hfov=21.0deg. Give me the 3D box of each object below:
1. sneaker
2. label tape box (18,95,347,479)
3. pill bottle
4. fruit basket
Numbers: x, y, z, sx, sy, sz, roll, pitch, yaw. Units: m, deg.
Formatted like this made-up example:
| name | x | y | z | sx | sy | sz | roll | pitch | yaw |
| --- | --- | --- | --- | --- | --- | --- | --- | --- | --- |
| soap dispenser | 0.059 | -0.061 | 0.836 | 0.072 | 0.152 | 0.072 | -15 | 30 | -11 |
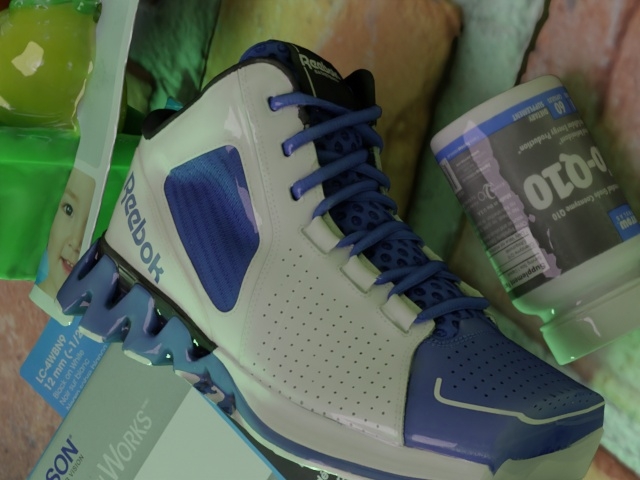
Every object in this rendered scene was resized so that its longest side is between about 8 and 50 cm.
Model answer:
| name | x | y | z | sx | sy | sz | roll | pitch | yaw |
| --- | --- | --- | --- | --- | --- | --- | --- | --- | --- |
| sneaker | -0.001 | 0.000 | 0.877 | 0.315 | 0.127 | 0.182 | 23 | 104 | 35 |
| label tape box | -0.067 | 0.107 | 1.067 | 0.348 | 0.115 | 0.249 | 43 | 114 | 24 |
| pill bottle | 0.121 | -0.010 | 0.897 | 0.078 | 0.078 | 0.137 | -34 | 82 | 48 |
| fruit basket | -0.203 | -0.164 | 1.087 | 0.327 | 0.165 | 0.353 | 33 | 120 | 51 |
